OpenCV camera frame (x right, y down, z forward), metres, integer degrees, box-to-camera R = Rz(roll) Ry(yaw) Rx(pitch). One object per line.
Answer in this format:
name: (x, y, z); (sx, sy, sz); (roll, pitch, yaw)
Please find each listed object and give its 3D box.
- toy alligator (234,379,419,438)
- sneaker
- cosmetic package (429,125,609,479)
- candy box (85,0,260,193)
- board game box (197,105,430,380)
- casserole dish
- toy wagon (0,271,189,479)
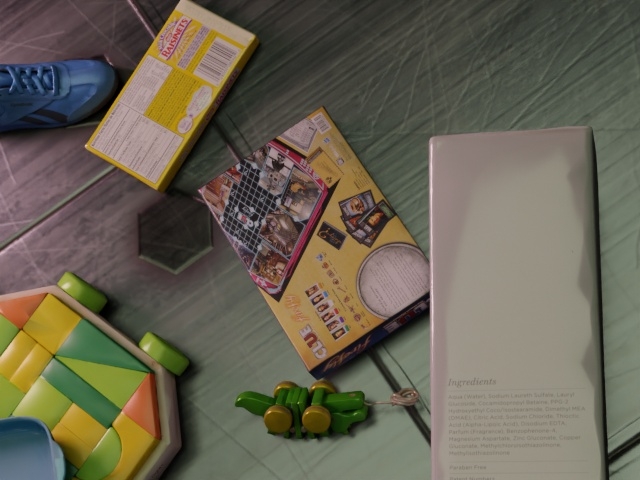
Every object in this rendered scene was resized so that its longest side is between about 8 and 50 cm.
toy alligator: (0.008, 0.177, 1.310); (0.190, 0.056, 0.051); (-2, 118, 11)
sneaker: (-0.335, -0.168, 1.458); (0.209, 0.082, 0.069); (-9, 72, 9)
cosmetic package: (0.188, 0.107, 1.202); (0.156, 0.217, 0.385); (-1, 78, 13)
candy box: (-0.165, -0.163, 1.446); (0.105, 0.027, 0.206); (30, 84, 20)
board game box: (0.000, 0.000, 1.348); (0.165, 0.042, 0.243); (-33, 66, 2)
casserole dish: (-0.339, 0.243, 1.304); (0.188, 0.037, 0.114); (-12, 73, 9)
toy wagon: (-0.314, 0.163, 1.374); (0.344, 0.068, 0.267); (35, 85, 18)
